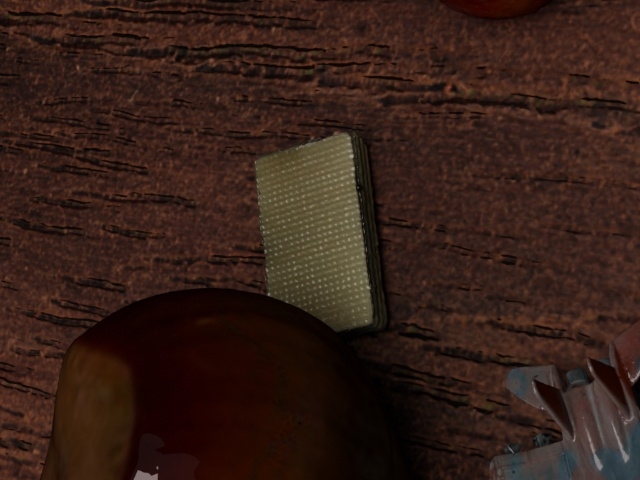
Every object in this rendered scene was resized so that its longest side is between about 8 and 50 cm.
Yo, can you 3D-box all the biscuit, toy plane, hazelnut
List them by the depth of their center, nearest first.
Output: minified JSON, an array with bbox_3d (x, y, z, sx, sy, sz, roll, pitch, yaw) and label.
[{"bbox_3d":[0.259,0.234,1.213,0.223,0.104,0.326,-25,73,25],"label":"toy plane"},{"bbox_3d":[-0.096,0.248,1.300,0.359,0.359,0.409,14,83,32],"label":"hazelnut"},{"bbox_3d":[0.000,0.000,1.449,0.121,0.040,0.199,-15,72,30],"label":"biscuit"}]

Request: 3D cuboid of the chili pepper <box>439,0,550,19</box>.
[{"bbox_3d":[0.104,-0.343,1.304,0.229,0.305,0.251,-47,59,12],"label":"chili pepper"}]
